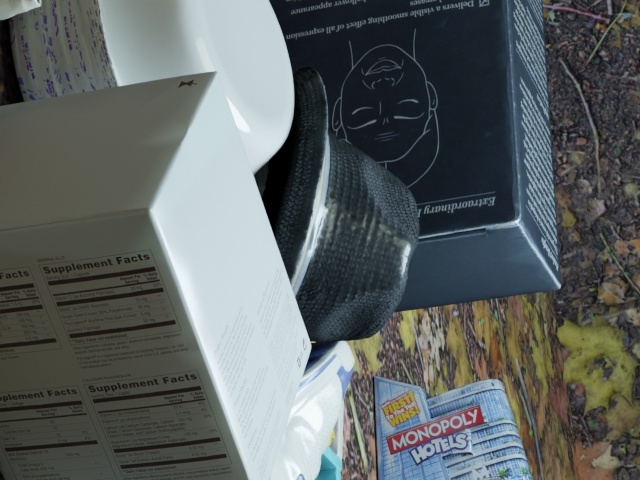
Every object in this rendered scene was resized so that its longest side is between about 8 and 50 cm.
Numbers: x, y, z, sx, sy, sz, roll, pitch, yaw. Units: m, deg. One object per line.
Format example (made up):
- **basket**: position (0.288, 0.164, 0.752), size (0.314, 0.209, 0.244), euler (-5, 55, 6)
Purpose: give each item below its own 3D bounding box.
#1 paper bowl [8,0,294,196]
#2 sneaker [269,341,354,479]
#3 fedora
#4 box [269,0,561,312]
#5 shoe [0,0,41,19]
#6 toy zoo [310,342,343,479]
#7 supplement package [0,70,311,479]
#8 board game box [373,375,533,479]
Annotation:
- **paper bowl**: position (-0.125, -0.148, 1.604), size (0.284, 0.148, 0.284), euler (49, 31, -44)
- **sneaker**: position (-0.056, 0.238, 1.751), size (0.315, 0.127, 0.182), euler (-54, 131, -54)
- **fedora**: position (0.000, 0.000, 1.756), size (0.334, 0.152, 0.334), euler (-164, -90, -76)
- **box**: position (0.101, -0.138, 2.154), size (0.212, 0.293, 0.396), euler (48, 38, -61)
- **shoe**: position (-0.244, -0.268, 1.498), size (0.076, 0.058, 0.219), euler (51, 35, -59)
- **toy zoo**: position (-0.023, 0.205, 1.943), size (0.192, 0.030, 0.293), euler (51, 35, -56)
- **supplement package**: position (-0.150, 0.045, 1.418), size (0.199, 0.198, 0.263), euler (-71, 149, -55)
- **board game box**: position (0.146, 0.247, 2.369), size (0.060, 0.194, 0.194), euler (45, 26, -64)
